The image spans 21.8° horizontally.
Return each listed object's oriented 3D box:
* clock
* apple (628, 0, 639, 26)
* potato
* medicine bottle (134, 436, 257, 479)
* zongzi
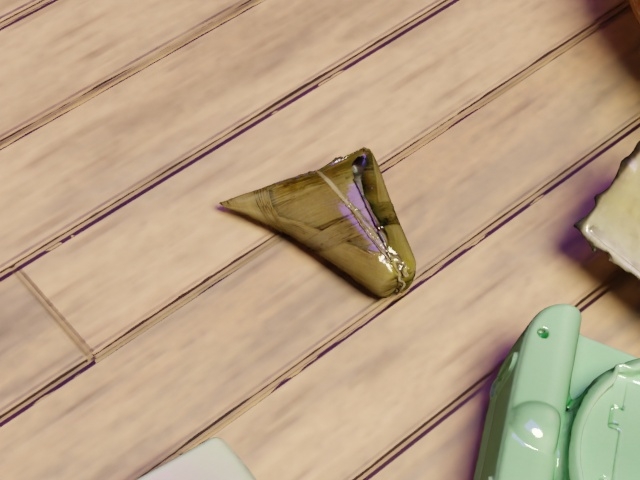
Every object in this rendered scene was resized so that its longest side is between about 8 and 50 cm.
[{"bbox_3d":[0.167,0.119,0.783,0.188,0.060,0.148,16,55,-4],"label":"clock"},{"bbox_3d":[0.294,-0.161,0.891,0.260,0.194,0.261,-5,35,4],"label":"apple"},{"bbox_3d":[0.198,0.006,0.835,0.122,0.086,0.061,42,16,23],"label":"potato"},{"bbox_3d":[-0.073,0.146,0.711,0.118,0.055,0.074,-28,69,-28],"label":"medicine bottle"},{"bbox_3d":[0.000,0.000,0.836,0.083,0.040,0.076,-17,69,-10],"label":"zongzi"}]
